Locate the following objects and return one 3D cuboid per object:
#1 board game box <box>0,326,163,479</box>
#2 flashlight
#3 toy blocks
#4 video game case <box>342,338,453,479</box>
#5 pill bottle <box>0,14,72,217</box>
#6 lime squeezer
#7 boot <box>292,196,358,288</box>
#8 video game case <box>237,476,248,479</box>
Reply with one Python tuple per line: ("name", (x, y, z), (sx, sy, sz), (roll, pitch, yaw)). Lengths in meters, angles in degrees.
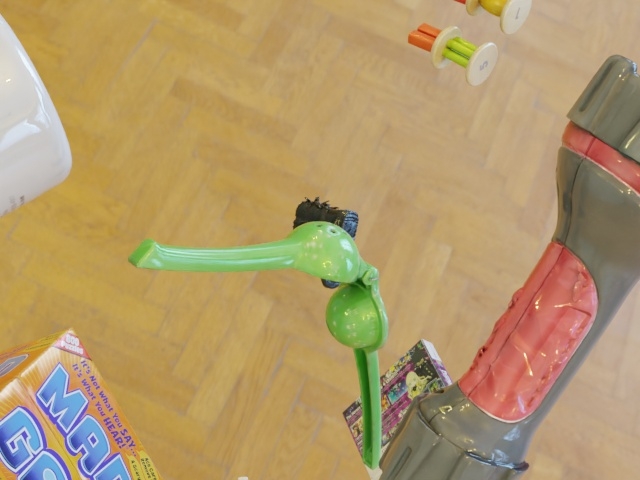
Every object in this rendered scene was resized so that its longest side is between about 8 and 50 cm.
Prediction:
("board game box", (-0.582, 0.431, 1.839), (0.356, 0.356, 0.356), (63, 28, -14))
("flashlight", (0.136, 0.041, 0.623), (0.103, 0.304, 0.103), (32, 14, 5))
("toy blocks", (0.148, -0.259, 1.161), (0.148, 0.054, 0.123), (36, 94, 30))
("video game case", (0.161, 0.336, 1.895), (0.042, 0.232, 0.210), (24, 28, -41))
("pill bottle", (-0.263, -0.035, 0.537), (0.229, 0.131, 0.131), (-33, 72, -21))
("lime squeezer", (0.004, 0.057, 0.706), (0.059, 0.310, 0.110), (10, 63, 39))
("boot", (0.000, 0.000, 1.431), (0.045, 0.099, 0.121), (12, 92, -47))
("video game case", (-0.130, 0.538, 1.871), (0.022, 0.173, 0.190), (-7, 73, -4))
